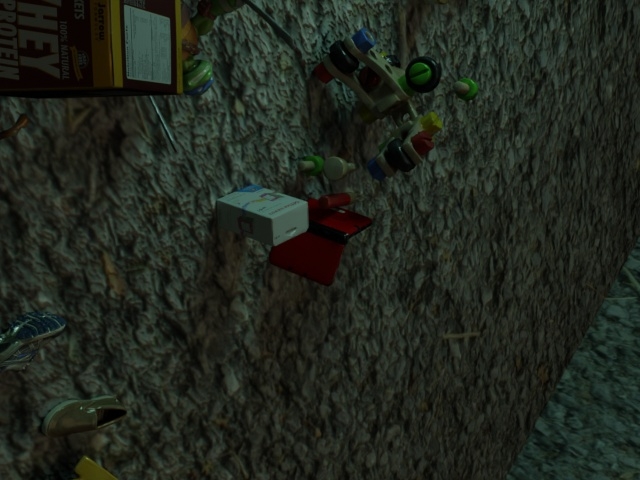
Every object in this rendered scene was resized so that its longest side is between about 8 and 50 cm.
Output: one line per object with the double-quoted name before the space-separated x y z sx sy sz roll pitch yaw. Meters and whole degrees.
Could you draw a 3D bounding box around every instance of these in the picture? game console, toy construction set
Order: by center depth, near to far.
"game console" 0.000 0.000 1.710 0.124 0.144 0.085 -30 130 -43
"toy construction set" 0.111 -0.200 1.730 0.309 0.257 0.237 -59 161 17

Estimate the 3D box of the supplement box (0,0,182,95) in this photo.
"supplement box" -0.273 -0.223 1.072 0.194 0.191 0.129 -25 115 -76

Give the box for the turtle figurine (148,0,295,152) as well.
"turtle figurine" -0.184 -0.297 1.237 0.197 0.275 0.266 -34 115 2

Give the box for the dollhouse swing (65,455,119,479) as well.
"dollhouse swing" -0.387 0.551 1.532 0.315 0.305 0.347 40 68 -10

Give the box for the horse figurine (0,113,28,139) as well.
"horse figurine" -0.431 -0.168 1.107 0.174 0.066 0.263 -36 135 -32

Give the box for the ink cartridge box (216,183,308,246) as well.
"ink cartridge box" -0.092 -0.041 1.584 0.088 0.122 0.052 -28 128 -44

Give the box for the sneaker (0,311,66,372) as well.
"sneaker" -0.401 0.142 1.327 0.135 0.052 0.058 -26 136 -36

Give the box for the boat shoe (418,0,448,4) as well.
"boat shoe" 0.219 -0.503 1.836 0.063 0.059 0.170 48 52 -38

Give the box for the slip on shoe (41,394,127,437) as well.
"slip on shoe" -0.345 0.261 1.460 0.135 0.041 0.052 -4 109 -53
